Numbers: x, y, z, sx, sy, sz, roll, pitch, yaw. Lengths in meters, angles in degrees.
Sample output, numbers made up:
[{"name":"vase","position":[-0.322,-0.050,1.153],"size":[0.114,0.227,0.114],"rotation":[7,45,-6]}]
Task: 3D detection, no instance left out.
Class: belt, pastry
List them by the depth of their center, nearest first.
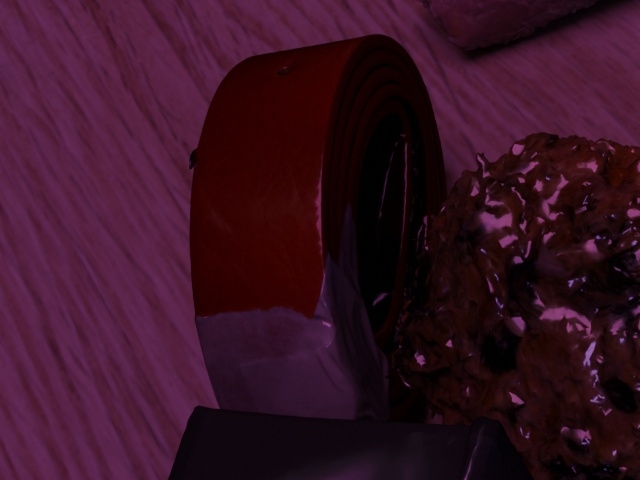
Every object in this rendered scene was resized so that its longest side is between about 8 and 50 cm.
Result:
[{"name":"pastry","position":[0.176,0.059,1.275],"size":[0.275,0.275,0.193],"rotation":[9,18,33]},{"name":"belt","position":[0.000,0.000,1.398],"size":[0.115,0.227,0.324],"rotation":[-9,50,25]},{"name":"pastry","position":[0.197,-0.236,1.565],"size":[0.265,0.103,0.112],"rotation":[-27,54,9]}]

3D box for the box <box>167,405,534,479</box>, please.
[{"name":"box","position":[0.008,0.302,1.144],"size":[0.204,0.251,0.345],"rotation":[3,57,29]}]
